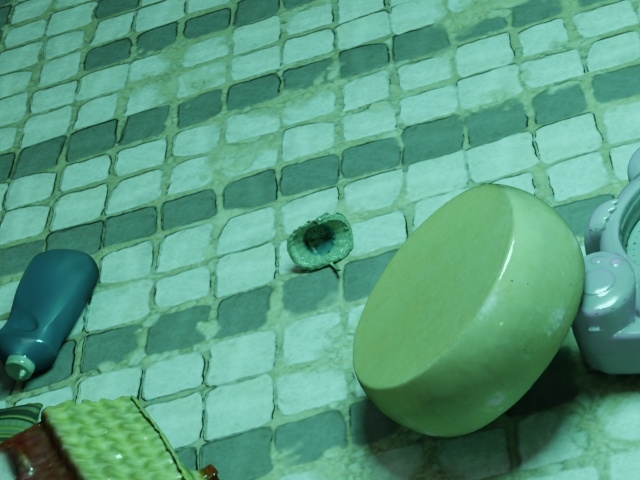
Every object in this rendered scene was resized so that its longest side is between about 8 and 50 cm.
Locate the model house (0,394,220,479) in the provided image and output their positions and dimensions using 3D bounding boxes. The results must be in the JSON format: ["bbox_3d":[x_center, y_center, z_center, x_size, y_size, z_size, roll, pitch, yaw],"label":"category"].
[{"bbox_3d":[-0.230,0.270,1.679,0.254,0.160,0.196,-28,35,-11],"label":"model house"}]

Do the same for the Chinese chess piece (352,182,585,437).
[{"bbox_3d":[0.147,0.069,1.687,0.273,0.102,0.273,-44,23,25],"label":"Chinese chess piece"}]

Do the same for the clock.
[{"bbox_3d":[0.415,0.002,1.709,0.295,0.113,0.322,-4,38,26],"label":"clock"}]

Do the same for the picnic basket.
[{"bbox_3d":[0.000,0.000,1.995,0.083,0.065,0.083,-21,17,-6],"label":"picnic basket"}]

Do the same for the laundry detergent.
[{"bbox_3d":[-0.343,0.097,2.063,0.096,0.061,0.206,-1,40,16],"label":"laundry detergent"}]

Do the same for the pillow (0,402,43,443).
[{"bbox_3d":[-0.385,0.259,1.885,0.113,0.038,0.203,-12,35,16],"label":"pillow"}]
